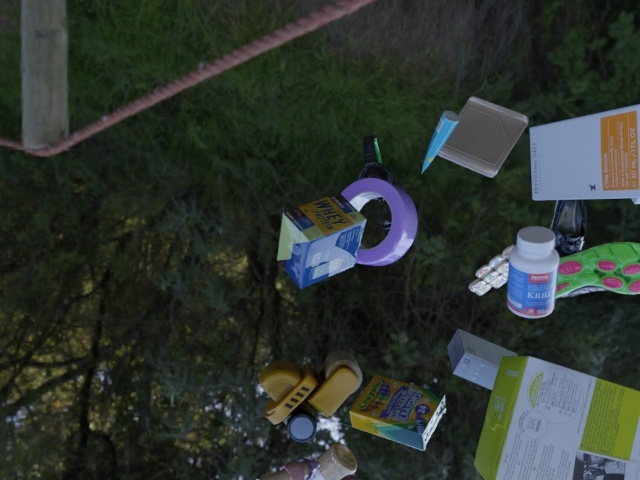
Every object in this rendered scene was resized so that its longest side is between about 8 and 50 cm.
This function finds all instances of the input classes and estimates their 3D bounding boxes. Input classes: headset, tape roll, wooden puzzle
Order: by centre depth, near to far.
[{"bbox_3d":[0.168,-0.058,1.981,0.274,0.275,0.090,6,176,35],"label":"tape roll"},{"bbox_3d":[0.533,-0.342,2.044,0.221,0.239,0.044,29,171,27],"label":"wooden puzzle"},{"bbox_3d":[0.260,-0.242,2.524,0.185,0.394,0.243,-9,172,12],"label":"headset"}]

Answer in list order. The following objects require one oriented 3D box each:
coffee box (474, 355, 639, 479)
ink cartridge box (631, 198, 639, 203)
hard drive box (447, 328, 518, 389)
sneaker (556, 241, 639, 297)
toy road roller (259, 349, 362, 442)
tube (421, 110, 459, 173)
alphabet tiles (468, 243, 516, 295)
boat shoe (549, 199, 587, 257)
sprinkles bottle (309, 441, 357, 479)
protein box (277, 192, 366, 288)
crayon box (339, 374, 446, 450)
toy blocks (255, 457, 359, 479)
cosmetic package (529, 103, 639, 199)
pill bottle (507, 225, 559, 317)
[{"bbox_3d":[0.624,0.509,1.627,0.334,0.338,0.337,17,172,9],"label":"coffee box"},{"bbox_3d":[1.026,-0.179,1.878,0.175,0.127,0.072,-1,138,-3],"label":"ink cartridge box"},{"bbox_3d":[0.561,0.415,2.094,0.232,0.089,0.181,23,-161,-2],"label":"hard drive box"},{"bbox_3d":[0.942,0.101,2.144,0.482,0.185,0.202,-8,-178,29],"label":"sneaker"},{"bbox_3d":[-0.050,0.457,1.992,0.240,0.329,0.202,45,179,-6],"label":"toy road roller"},{"bbox_3d":[0.353,-0.298,1.875,0.052,0.207,0.080,29,-132,5],"label":"tube"},{"bbox_3d":[0.670,0.102,2.243,0.284,0.021,0.278,-40,149,15],"label":"alphabet tiles"},{"bbox_3d":[0.932,-0.030,2.317,0.127,0.340,0.113,10,-176,6],"label":"boat shoe"},{"bbox_3d":[-0.033,0.860,2.186,0.121,0.355,0.121,41,-161,-17],"label":"sprinkles bottle"},{"bbox_3d":[0.000,0.000,1.807,0.201,0.200,0.136,-21,-128,-30],"label":"protein box"},{"bbox_3d":[0.244,0.580,2.136,0.322,0.083,0.203,8,-147,32],"label":"crayon box"},{"bbox_3d":[0.032,0.693,1.487,0.260,0.309,0.288,-6,177,-39],"label":"toy blocks"},{"bbox_3d":[0.771,-0.228,1.684,0.161,0.230,0.453,-5,-177,-15],"label":"cosmetic package"},{"bbox_3d":[0.551,0.080,1.604,0.124,0.222,0.124,-6,-150,3],"label":"pill bottle"}]
